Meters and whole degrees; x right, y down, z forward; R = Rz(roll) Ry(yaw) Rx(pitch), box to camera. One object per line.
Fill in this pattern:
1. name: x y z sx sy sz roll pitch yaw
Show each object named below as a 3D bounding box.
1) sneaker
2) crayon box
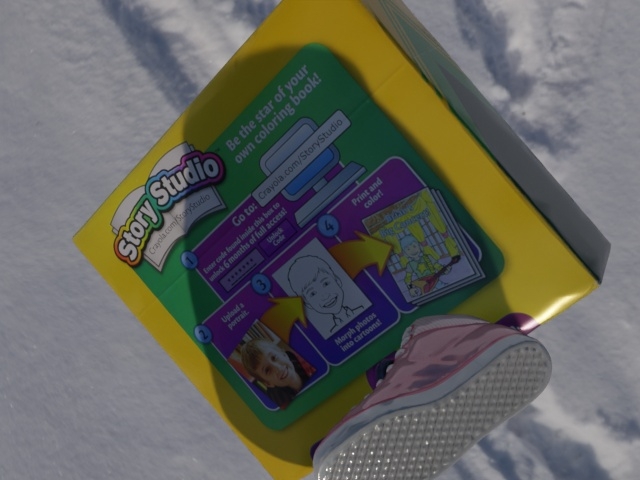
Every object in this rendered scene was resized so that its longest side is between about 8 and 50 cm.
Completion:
1. sneaker: 0.049 0.084 0.424 0.134 0.070 0.051 -29 113 -12
2. crayon box: 0.000 0.000 0.698 0.313 0.363 0.106 50 30 1
